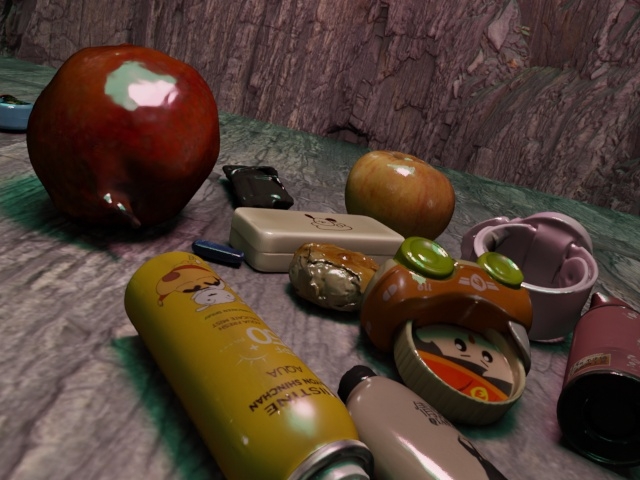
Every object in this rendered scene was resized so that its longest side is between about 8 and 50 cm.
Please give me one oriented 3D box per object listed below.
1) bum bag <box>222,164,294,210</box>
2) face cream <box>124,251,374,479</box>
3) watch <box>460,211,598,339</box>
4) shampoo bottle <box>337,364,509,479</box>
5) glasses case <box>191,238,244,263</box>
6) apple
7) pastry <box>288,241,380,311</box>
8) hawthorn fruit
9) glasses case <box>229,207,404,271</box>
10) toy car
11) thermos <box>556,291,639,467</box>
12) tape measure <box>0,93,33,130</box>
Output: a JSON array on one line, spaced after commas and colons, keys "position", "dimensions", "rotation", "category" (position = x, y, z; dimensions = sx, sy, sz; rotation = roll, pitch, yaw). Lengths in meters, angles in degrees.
[{"position": [-0.142, -0.129, 1.212], "dimensions": [0.142, 0.079, 0.326], "rotation": [4, 21, -21], "category": "bum bag"}, {"position": [-0.071, 0.125, 0.461], "dimensions": [0.105, 0.105, 0.349], "rotation": [0, 23, -38], "category": "face cream"}, {"position": [0.340, 0.066, 0.922], "dimensions": [0.244, 0.196, 0.231], "rotation": [22, 41, 26], "category": "watch"}, {"position": [0.093, 0.191, 0.423], "dimensions": [0.127, 0.078, 0.257], "rotation": [26, 7, -39], "category": "shampoo bottle"}, {"position": [-0.163, 0.020, 0.834], "dimensions": [0.083, 0.023, 0.033], "rotation": [16, 13, 0], "category": "glasses case"}, {"position": [0.175, -0.092, 1.166], "dimensions": [0.261, 0.194, 0.261], "rotation": [16, 18, -5], "category": "apple"}, {"position": [0.026, 0.055, 0.791], "dimensions": [0.153, 0.081, 0.153], "rotation": [15, 8, -2], "category": "pastry"}, {"position": [-0.324, -0.161, 0.873], "dimensions": [0.308, 0.324, 0.308], "rotation": [15, -23, 7], "category": "hawthorn fruit"}, {"position": [0.000, 0.000, 0.948], "dimensions": [0.313, 0.070, 0.131], "rotation": [2, 21, -35], "category": "glasses case"}, {"position": [0.171, 0.125, 0.651], "dimensions": [0.235, 0.145, 0.235], "rotation": [15, 37, -12], "category": "toy car"}, {"position": [0.399, 0.164, 0.687], "dimensions": [0.136, 0.109, 0.330], "rotation": [30, 24, 21], "category": "thermos"}, {"position": [-0.761, -0.311, 1.266], "dimensions": [0.125, 0.081, 0.146], "rotation": [12, 18, 0], "category": "tape measure"}]
